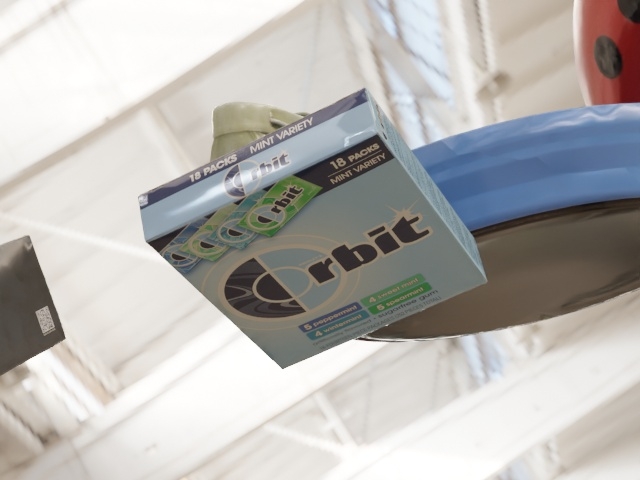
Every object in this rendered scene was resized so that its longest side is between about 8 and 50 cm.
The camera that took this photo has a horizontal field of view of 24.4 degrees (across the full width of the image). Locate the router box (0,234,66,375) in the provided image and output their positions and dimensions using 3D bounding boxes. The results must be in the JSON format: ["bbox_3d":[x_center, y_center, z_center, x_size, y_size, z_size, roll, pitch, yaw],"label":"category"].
[{"bbox_3d":[-0.341,0.095,0.906,0.243,0.081,0.309,-16,7,25],"label":"router box"}]

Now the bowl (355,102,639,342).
[{"bbox_3d":[0.169,-0.001,1.269,0.391,0.077,0.391,-11,-18,-4],"label":"bowl"}]

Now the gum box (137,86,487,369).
[{"bbox_3d":[0.000,0.000,0.933,0.157,0.041,0.184,-24,-38,14],"label":"gum box"}]

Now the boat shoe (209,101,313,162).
[{"bbox_3d":[-0.007,-0.067,1.315,0.109,0.094,0.302,-4,-2,21],"label":"boat shoe"}]

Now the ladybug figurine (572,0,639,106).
[{"bbox_3d":[0.370,-0.201,1.341,0.162,0.305,0.449,-55,-21,-41],"label":"ladybug figurine"}]
